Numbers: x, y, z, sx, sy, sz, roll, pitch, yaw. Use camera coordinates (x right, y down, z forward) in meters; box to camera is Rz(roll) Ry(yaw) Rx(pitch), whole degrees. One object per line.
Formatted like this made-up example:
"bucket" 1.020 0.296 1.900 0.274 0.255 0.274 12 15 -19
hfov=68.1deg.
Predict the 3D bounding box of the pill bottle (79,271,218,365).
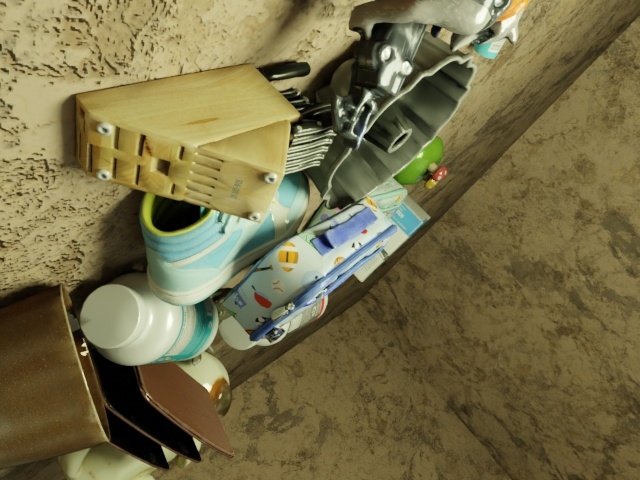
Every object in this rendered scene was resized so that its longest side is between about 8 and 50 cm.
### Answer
"pill bottle" -0.281 0.132 0.795 0.146 0.146 0.264 -41 166 -2

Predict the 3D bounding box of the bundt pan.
"bundt pan" 0.093 -0.206 0.792 0.331 0.124 0.330 -38 165 -12

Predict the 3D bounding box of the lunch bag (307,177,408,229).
"lunch bag" 0.102 -0.076 1.251 0.279 0.107 0.224 -22 157 -53

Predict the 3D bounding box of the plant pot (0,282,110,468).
"plant pot" -0.406 0.190 0.574 0.231 0.215 0.215 -18 157 -25

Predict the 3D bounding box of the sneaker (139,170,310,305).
"sneaker" -0.120 -0.061 0.688 0.319 0.127 0.208 -46 160 -32

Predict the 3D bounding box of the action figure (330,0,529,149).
"action figure" 0.096 -0.242 0.442 0.331 0.179 0.340 2 111 -46

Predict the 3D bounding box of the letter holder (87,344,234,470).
"letter holder" -0.323 0.339 0.908 0.152 0.214 0.301 -38 132 -9

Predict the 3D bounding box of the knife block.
"knife block" -0.108 -0.150 0.559 0.276 0.241 0.088 15 139 -16

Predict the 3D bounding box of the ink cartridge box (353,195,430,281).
"ink cartridge box" 0.234 -0.013 1.723 0.307 0.129 0.223 -46 172 19

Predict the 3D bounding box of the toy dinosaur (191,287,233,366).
"toy dinosaur" -0.255 0.165 1.098 0.313 0.121 0.160 -50 176 17

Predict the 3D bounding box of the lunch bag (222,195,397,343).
"lunch bag" -0.010 0.043 0.800 0.243 0.114 0.303 -41 175 40

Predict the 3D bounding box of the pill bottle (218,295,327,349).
"pill bottle" -0.128 0.182 1.294 0.176 0.176 0.319 -48 164 27

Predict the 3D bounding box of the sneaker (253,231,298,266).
"sneaker" -0.147 0.005 0.840 0.272 0.108 0.100 -28 163 -38

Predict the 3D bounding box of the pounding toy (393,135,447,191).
"pounding toy" 0.305 -0.192 1.433 0.237 0.110 0.183 -47 165 23

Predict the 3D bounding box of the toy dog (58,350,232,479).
"toy dog" -0.427 0.443 1.217 0.408 0.285 0.395 -38 146 -18

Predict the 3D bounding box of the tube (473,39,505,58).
"tube" 0.377 -0.462 0.928 0.080 0.052 0.207 -36 161 -40
